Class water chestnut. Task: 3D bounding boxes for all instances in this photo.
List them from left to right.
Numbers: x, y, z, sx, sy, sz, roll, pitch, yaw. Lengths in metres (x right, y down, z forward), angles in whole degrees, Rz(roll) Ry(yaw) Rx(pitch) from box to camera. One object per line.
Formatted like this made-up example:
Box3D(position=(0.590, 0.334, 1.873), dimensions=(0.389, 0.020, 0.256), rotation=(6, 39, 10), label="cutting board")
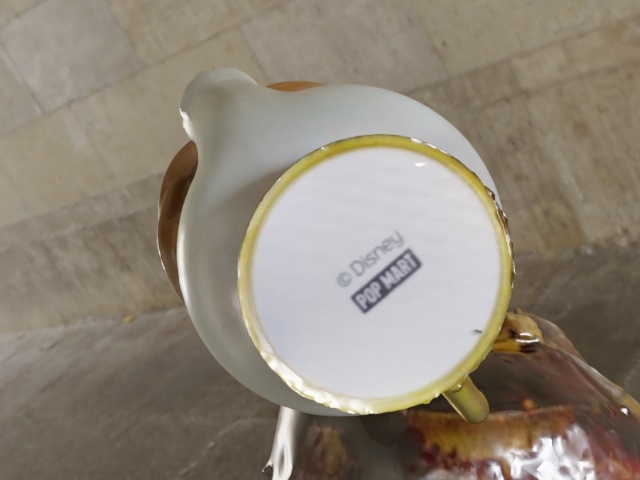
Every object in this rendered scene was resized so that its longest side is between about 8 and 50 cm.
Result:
Box3D(position=(0.116, 0.225, 0.849), dimensions=(0.335, 0.347, 0.335), rotation=(-3, 1, 0), label="water chestnut")

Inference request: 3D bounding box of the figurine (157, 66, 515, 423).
Box3D(position=(0.000, 0.000, 0.511), dimensions=(0.142, 0.189, 0.263), rotation=(-34, 10, -5), label="figurine")
